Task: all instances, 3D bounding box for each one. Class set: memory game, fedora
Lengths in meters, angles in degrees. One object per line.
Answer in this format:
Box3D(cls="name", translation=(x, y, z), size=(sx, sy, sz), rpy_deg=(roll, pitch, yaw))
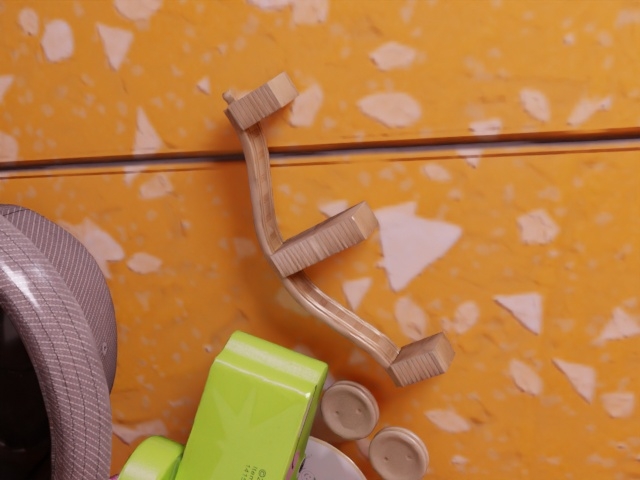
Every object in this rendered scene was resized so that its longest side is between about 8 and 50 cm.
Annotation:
Box3D(cls="memory game", translation=(-0.005, 0.163, 0.522), size=(0.186, 0.012, 0.186), rpy_deg=(8, 110, 24))
Box3D(cls="fedora", translation=(-0.216, 0.086, 0.515), size=(0.243, 0.124, 0.276), rpy_deg=(10, 109, 15))

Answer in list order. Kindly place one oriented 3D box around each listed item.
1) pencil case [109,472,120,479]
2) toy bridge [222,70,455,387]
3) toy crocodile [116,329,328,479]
Box3D(cls="pencil case", translation=(-0.201, 0.242, 0.606), size=(0.209, 0.095, 0.098), rpy_deg=(-27, 67, 32))
Box3D(cls="toy bridge", translation=(0.000, 0.000, 0.447), size=(0.063, 0.026, 0.188), rpy_deg=(-26, 102, 31))
Box3D(cls="toy crocodile", translation=(-0.068, 0.223, 0.492), size=(0.115, 0.105, 0.341), rpy_deg=(14, 94, 14))
